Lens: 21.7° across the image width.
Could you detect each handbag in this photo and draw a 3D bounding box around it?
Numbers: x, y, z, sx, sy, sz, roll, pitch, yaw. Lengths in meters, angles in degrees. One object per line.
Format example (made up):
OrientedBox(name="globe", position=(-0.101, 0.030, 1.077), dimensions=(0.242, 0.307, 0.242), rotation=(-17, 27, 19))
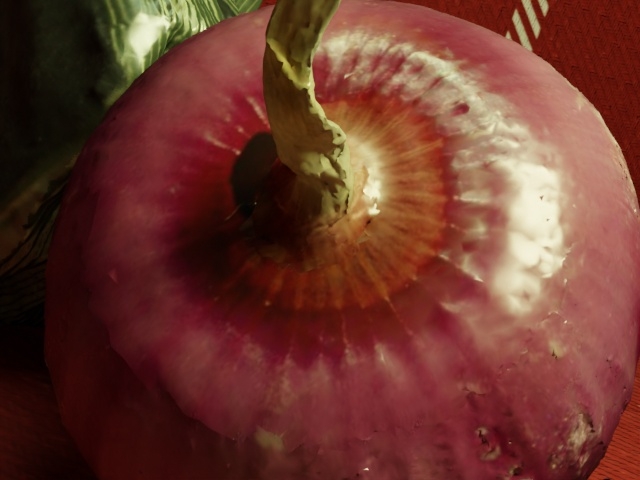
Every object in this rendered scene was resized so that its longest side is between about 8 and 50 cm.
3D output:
OrientedBox(name="handbag", position=(-0.172, -0.085, 1.221), dimensions=(0.240, 0.341, 0.247), rotation=(14, 47, -47))

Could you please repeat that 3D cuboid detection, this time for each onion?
OrientedBox(name="onion", position=(-0.002, 0.024, 0.955), dimensions=(0.358, 0.358, 0.345), rotation=(28, 6, 35))

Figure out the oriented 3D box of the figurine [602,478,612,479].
OrientedBox(name="figurine", position=(0.192, 0.209, 0.909), dimensions=(0.126, 0.147, 0.192), rotation=(37, 19, -49))
